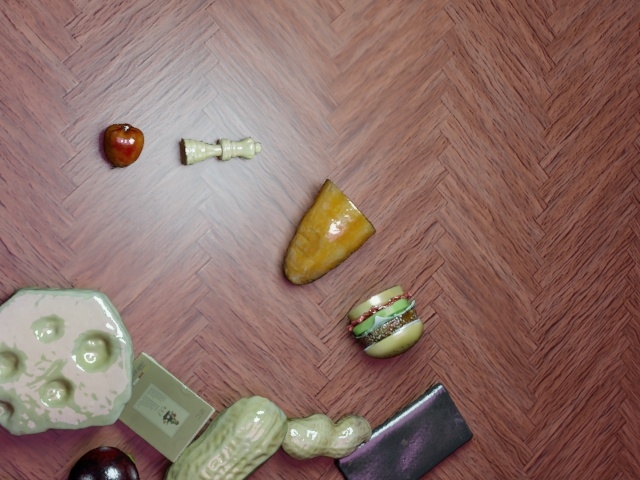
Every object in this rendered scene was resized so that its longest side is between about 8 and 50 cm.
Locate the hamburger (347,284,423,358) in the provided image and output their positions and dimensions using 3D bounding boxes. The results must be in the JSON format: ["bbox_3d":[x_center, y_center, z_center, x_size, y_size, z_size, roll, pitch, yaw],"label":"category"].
[{"bbox_3d":[0.151,0.191,1.713,0.175,0.175,0.137,-27,79,-15],"label":"hamburger"}]

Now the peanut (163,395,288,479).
[{"bbox_3d":[-0.207,0.456,1.625,0.313,0.152,0.152,-45,106,-4],"label":"peanut"}]

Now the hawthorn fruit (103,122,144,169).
[{"bbox_3d":[-0.403,-0.188,1.561,0.081,0.081,0.093,6,121,-19],"label":"hawthorn fruit"}]

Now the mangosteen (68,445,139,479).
[{"bbox_3d":[-0.434,0.491,1.563,0.152,0.152,0.152,-1,94,-19],"label":"mangosteen"}]

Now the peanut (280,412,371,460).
[{"bbox_3d":[0.010,0.443,1.730,0.228,0.085,0.104,6,88,-20],"label":"peanut"}]

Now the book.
[{"bbox_3d":[-0.339,0.347,1.603,0.199,0.016,0.138,37,80,7],"label":"book"}]

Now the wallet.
[{"bbox_3d":[0.200,0.491,1.821,0.321,0.044,0.170,-33,102,-11],"label":"wallet"}]

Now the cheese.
[{"bbox_3d":[-0.520,0.245,1.515,0.318,0.115,0.326,-42,99,-12],"label":"cheese"}]

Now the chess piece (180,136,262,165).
[{"bbox_3d":[-0.209,-0.194,1.634,0.172,0.060,0.060,-7,96,-21],"label":"chess piece"}]

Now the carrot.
[{"bbox_3d":[0.000,0.000,1.683,0.159,0.159,0.225,41,94,-17],"label":"carrot"}]
